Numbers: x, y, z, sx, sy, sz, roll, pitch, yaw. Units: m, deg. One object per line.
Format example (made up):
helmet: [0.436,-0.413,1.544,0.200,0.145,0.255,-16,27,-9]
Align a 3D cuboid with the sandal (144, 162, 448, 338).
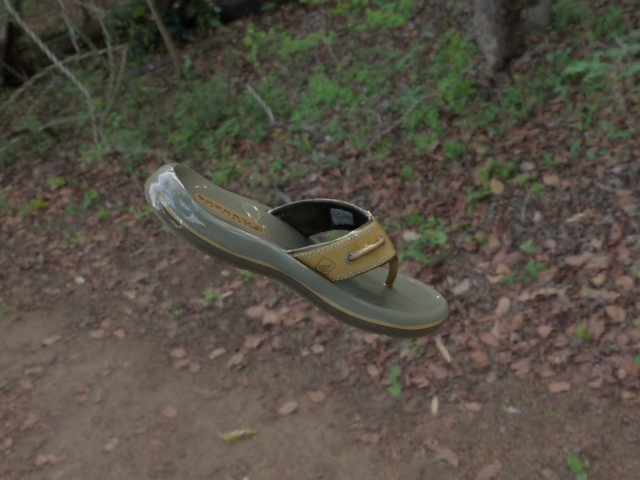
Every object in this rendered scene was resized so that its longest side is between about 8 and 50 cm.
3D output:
sandal: [0.000,0.000,0.424,0.049,0.180,0.072,-57,26,13]
